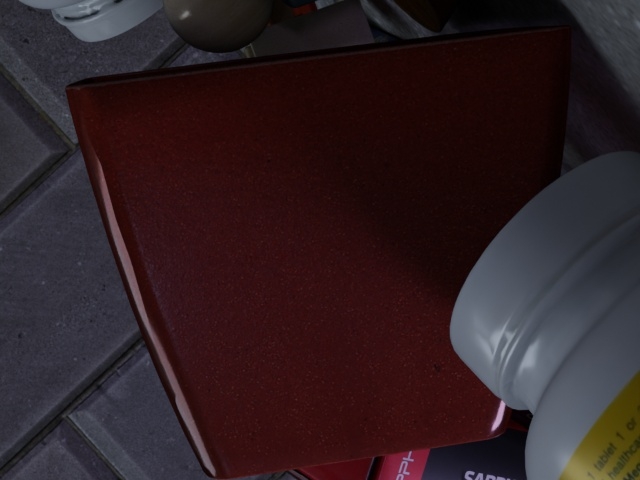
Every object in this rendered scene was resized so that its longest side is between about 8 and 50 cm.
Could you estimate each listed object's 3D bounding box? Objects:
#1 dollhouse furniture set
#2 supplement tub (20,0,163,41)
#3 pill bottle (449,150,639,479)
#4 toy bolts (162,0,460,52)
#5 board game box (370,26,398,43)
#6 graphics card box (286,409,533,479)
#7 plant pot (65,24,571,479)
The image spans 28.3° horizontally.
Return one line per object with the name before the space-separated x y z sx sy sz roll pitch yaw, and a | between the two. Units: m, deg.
dollhouse furniture set | 0.006 -0.142 1.083 0.262 0.135 0.259 157 93 -84
supplement tub | -0.270 -0.374 1.220 0.325 0.235 0.235 47 180 -35
pill bottle | 0.218 0.113 0.574 0.334 0.188 0.188 47 180 30
toy bolts | -0.022 -0.164 0.751 0.218 0.158 0.228 47 180 -20
board game box | 0.097 -0.125 1.158 0.136 0.035 0.201 47 179 -26
graphics card box | 0.129 0.172 1.039 0.371 0.094 0.233 17 180 -31
plant pot | 0.000 0.000 0.793 0.267 0.267 0.235 -132 34 -78
